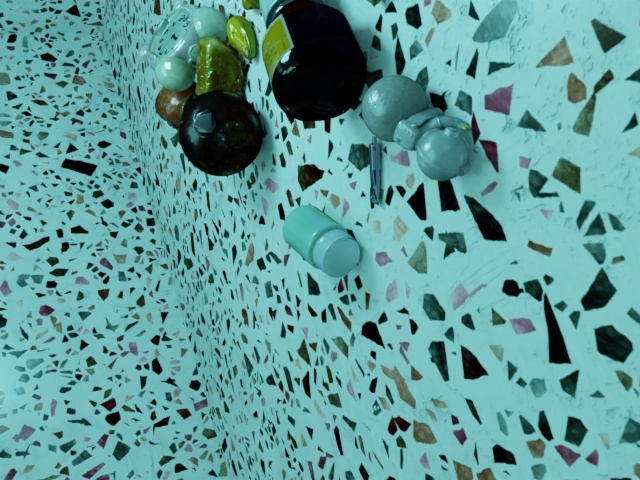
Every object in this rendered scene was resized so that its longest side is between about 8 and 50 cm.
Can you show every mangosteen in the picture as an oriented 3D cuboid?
[{"bbox_3d":[-0.346,-0.362,1.901,0.311,0.311,0.311,23,118,56],"label":"mangosteen"}]

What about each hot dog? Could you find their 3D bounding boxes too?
[{"bbox_3d":[-0.356,-0.598,1.997,0.150,0.153,0.256,45,137,40],"label":"hot dog"}]

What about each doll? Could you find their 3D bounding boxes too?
[{"bbox_3d":[0.201,-0.227,1.158,0.287,0.151,0.151,54,141,33],"label":"doll"}]

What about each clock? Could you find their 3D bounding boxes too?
[{"bbox_3d":[-0.516,-0.739,2.119,0.342,0.184,0.326,-56,39,6],"label":"clock"}]

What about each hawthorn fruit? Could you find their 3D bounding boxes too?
[{"bbox_3d":[-0.531,-0.572,2.277,0.271,0.242,0.242,-54,45,11],"label":"hawthorn fruit"}]

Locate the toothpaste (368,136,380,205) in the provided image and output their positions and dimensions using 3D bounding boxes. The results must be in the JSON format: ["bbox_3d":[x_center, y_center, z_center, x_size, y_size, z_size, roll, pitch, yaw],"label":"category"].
[{"bbox_3d":[0.135,-0.173,1.393,0.045,0.028,0.170,-143,47,-64],"label":"toothpaste"}]

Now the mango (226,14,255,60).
[{"bbox_3d":[-0.263,-0.691,1.903,0.101,0.066,0.187,-49,61,44],"label":"mango"}]

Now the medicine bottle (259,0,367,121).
[{"bbox_3d":[-0.031,-0.506,1.406,0.242,0.242,0.395,123,144,-49],"label":"medicine bottle"}]

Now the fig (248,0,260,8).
[{"bbox_3d":[-0.132,-0.722,1.638,0.160,0.231,0.143,5,59,58],"label":"fig"}]

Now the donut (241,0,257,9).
[{"bbox_3d":[-0.218,-0.800,1.815,0.097,0.043,0.108,59,142,34],"label":"donut"}]

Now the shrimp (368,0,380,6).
[{"bbox_3d":[0.107,-0.636,1.298,0.166,0.049,0.161,42,130,49],"label":"shrimp"}]

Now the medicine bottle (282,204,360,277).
[{"bbox_3d":[0.000,0.000,1.559,0.225,0.139,0.139,39,130,50],"label":"medicine bottle"}]
